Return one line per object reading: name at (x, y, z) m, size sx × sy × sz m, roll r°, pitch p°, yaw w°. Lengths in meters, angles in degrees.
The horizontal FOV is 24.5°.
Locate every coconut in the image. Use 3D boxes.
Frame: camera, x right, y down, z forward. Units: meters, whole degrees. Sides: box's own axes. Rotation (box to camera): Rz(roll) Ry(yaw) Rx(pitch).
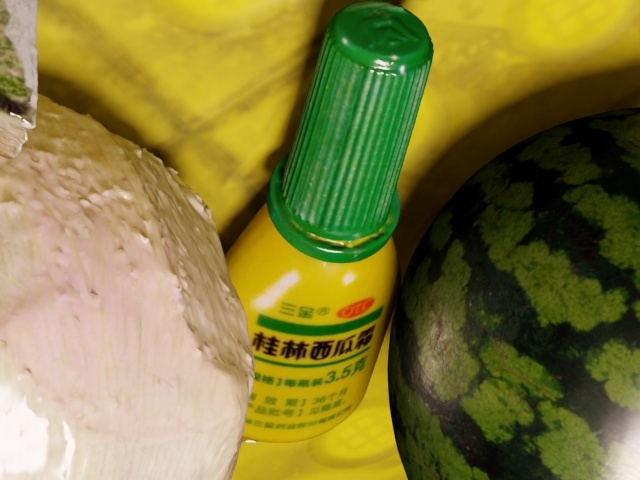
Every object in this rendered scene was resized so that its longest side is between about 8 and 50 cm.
coconut at (-0.176, 0.077, 0.693) m, size 0.297 × 0.254 × 0.297 m, roll -11°, pitch 139°, yaw -10°

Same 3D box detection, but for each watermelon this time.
watermelon at (0.178, 0.071, 0.815) m, size 0.285 × 0.285 × 0.285 m, roll -12°, pitch 140°, yaw -10°

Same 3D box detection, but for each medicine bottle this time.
medicine bottle at (0.000, 0.000, 0.820) m, size 0.111 × 0.076 × 0.309 m, roll -5°, pitch 137°, yaw -20°

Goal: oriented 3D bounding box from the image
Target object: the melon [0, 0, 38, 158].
melon at (-0.170, -0.113, 0.602) m, size 0.139 × 0.202 × 0.093 m, roll -58°, pitch 167°, yaw -21°
